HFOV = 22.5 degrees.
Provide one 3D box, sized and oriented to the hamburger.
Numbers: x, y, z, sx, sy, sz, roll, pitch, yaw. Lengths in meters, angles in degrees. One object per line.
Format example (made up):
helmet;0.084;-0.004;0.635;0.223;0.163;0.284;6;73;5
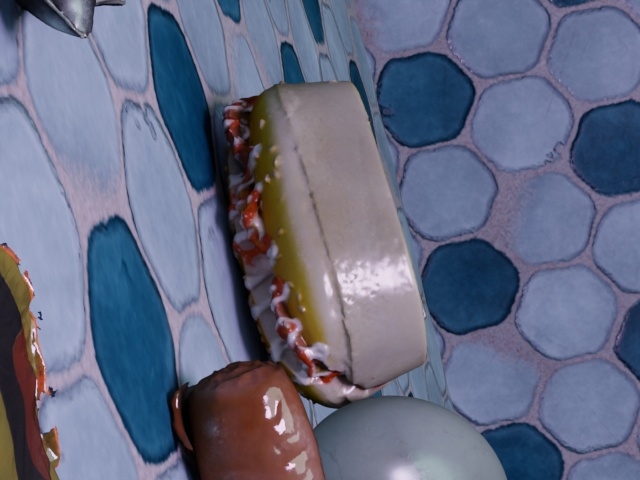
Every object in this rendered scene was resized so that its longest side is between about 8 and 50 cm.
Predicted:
hamburger;0.000;0.000;1.438;0.227;0.151;0.295;67;5;-70

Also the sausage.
sausage;-0.007;0.283;1.158;0.094;0.094;0.419;-35;115;-48

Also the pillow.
pillow;-0.163;-0.171;0.985;0.136;0.055;0.091;-76;149;-73

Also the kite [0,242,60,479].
kite;-0.168;0.099;0.697;0.327;0.013;0.378;-48;126;-78

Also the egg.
egg;0.067;0.224;1.385;0.264;0.182;0.183;47;30;-59
